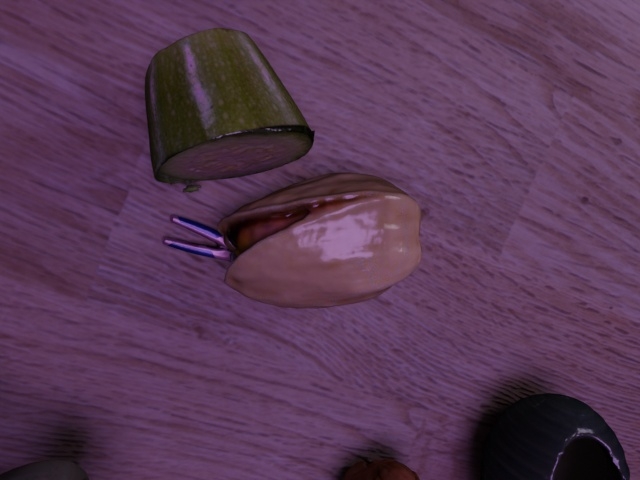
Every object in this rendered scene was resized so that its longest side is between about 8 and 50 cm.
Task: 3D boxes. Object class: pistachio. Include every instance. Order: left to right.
[{"bbox_3d":[0.000,0.000,0.521,0.229,0.157,0.158,-9,102,-3],"label":"pistachio"}]

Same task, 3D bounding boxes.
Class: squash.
[{"bbox_3d":[-0.104,-0.127,0.477,0.170,0.170,0.123,-21,89,-10],"label":"squash"}]

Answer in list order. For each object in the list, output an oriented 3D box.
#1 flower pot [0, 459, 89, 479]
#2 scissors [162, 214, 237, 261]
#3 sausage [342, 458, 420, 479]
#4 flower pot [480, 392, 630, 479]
[{"bbox_3d":[-0.332,0.418,0.485,0.253,0.164,0.368,-18,118,-15],"label":"flower pot"},{"bbox_3d":[-0.132,0.005,0.560,0.113,0.012,0.039,21,94,-17],"label":"scissors"},{"bbox_3d":[0.100,0.455,0.618,0.120,0.121,0.305,-9,85,-13],"label":"sausage"},{"bbox_3d":[0.329,0.342,0.659,0.189,0.157,0.243,9,93,-8],"label":"flower pot"}]
